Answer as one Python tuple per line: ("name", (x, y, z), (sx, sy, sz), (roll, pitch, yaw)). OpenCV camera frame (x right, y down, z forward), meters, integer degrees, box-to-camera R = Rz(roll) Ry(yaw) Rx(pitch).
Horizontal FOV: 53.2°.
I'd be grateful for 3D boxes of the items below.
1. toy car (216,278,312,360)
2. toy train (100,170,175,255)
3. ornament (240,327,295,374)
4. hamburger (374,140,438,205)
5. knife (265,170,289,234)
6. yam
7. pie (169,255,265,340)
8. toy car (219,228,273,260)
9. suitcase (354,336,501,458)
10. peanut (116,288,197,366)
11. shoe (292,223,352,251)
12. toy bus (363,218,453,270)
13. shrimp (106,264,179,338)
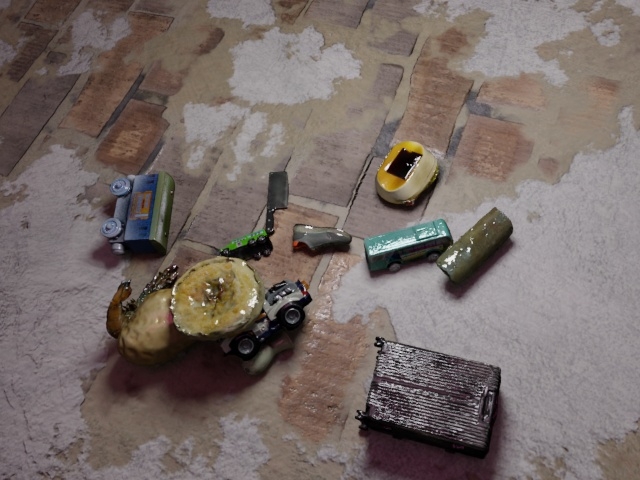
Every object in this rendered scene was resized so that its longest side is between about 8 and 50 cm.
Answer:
("toy car", (-0.162, 0.208, 1.802), (0.301, 0.118, 0.193), (-35, 18, -6))
("toy train", (-0.589, -0.090, 2.084), (0.202, 0.131, 0.299), (-3, 62, 8))
("ornament", (-0.154, 0.316, 1.803), (0.156, 0.081, 0.075), (-32, 69, -12))
("hamburger", (0.266, -0.208, 1.989), (0.173, 0.116, 0.210), (22, 72, 30))
("knife", (-0.140, -0.127, 2.077), (0.072, 0.019, 0.245), (-3, 59, 9))
("yam", (0.440, 0.020, 1.827), (0.259, 0.106, 0.106), (-40, 62, -12))
("pie", (-0.283, 0.158, 1.741), (0.274, 0.055, 0.274), (-6, 56, 9))
("toy car", (-0.232, 0.023, 1.986), (0.165, 0.071, 0.062), (-20, 45, 0))
("suitcase", (0.279, 0.401, 1.630), (0.335, 0.152, 0.229), (11, 66, 15))
("peanut", (-0.413, 0.217, 1.859), (0.387, 0.169, 0.192), (-33, 70, -11))
("shoe", (0.002, 0.001, 1.954), (0.194, 0.074, 0.077), (9, 76, 19))
("toy bus", (0.258, 0.015, 1.870), (0.262, 0.109, 0.091), (-16, 54, 1))
("shrimp", (-0.530, 0.157, 1.891), (0.054, 0.222, 0.290), (30, 63, 20))
